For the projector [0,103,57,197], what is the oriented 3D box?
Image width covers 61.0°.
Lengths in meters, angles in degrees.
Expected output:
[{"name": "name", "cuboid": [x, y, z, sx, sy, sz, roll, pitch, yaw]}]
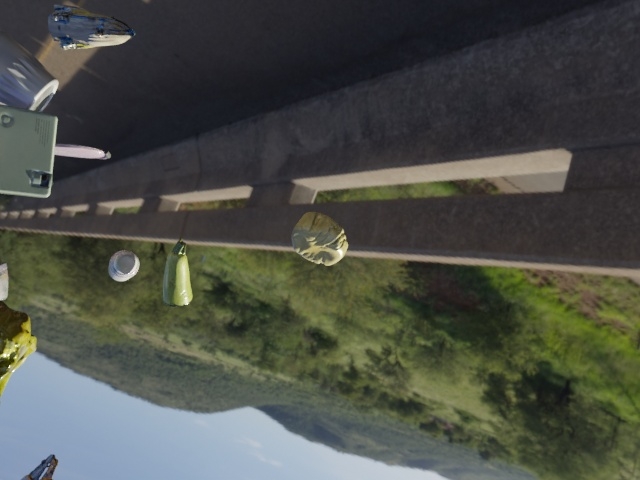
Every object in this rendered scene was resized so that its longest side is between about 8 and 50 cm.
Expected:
[{"name": "projector", "cuboid": [-0.906, -0.263, 1.634, 0.192, 0.256, 0.099, 5, 180, -32]}]

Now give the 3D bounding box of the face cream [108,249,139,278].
[{"name": "face cream", "cuboid": [-0.714, 0.092, 1.966, 0.102, 0.101, 0.345, 25, 163, -18]}]

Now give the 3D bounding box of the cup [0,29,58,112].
[{"name": "cup", "cuboid": [-1.049, -0.543, 1.703, 0.372, 0.253, 0.253, 37, 160, -20]}]

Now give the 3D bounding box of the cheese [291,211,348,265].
[{"name": "cheese", "cuboid": [0.000, 0.000, 2.063, 0.214, 0.117, 0.226, 25, 145, 12]}]

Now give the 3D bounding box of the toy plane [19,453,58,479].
[{"name": "toy plane", "cuboid": [-0.820, 0.718, 1.507, 0.103, 0.204, 0.316, 24, 142, -34]}]

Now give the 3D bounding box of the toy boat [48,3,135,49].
[{"name": "toy boat", "cuboid": [-0.449, -0.413, 1.069, 0.210, 0.066, 0.084, 13, 121, 20]}]

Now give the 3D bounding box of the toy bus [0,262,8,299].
[{"name": "toy bus", "cuboid": [-1.097, 0.133, 1.643, 0.317, 0.137, 0.112, -2, -169, 17]}]

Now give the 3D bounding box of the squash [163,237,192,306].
[{"name": "squash", "cuboid": [-0.440, 0.092, 1.687, 0.094, 0.224, 0.094, 7, -151, -4]}]

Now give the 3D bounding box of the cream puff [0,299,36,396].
[{"name": "cream puff", "cuboid": [-0.660, 0.247, 1.040, 0.282, 0.282, 0.185, 5, 128, 45]}]

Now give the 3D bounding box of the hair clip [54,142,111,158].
[{"name": "hair clip", "cuboid": [-0.913, -0.318, 1.865, 0.359, 0.095, 0.110, 8, 136, -14]}]
